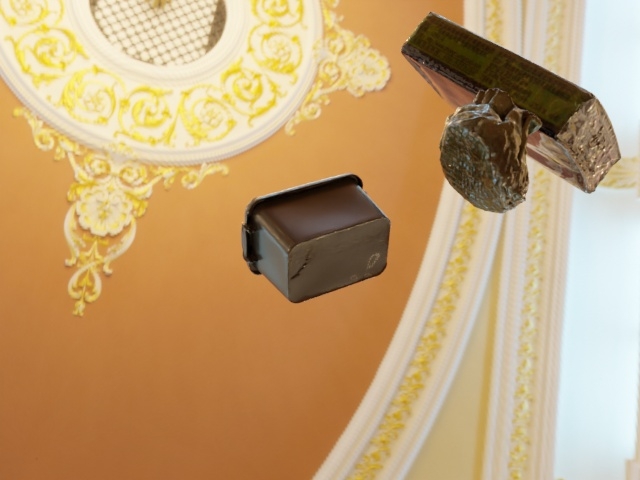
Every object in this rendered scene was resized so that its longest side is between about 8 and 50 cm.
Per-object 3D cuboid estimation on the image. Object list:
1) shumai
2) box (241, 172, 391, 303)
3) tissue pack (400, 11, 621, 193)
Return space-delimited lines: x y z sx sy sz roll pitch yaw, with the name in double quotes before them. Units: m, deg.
"shumai" 0.278 -0.144 1.266 0.142 0.184 0.184 -37 -90 -16
"box" 0.000 0.000 1.377 0.244 0.163 0.135 -16 -140 -25
"tissue pack" 0.373 -0.271 1.565 0.394 0.288 0.124 40 -84 35
